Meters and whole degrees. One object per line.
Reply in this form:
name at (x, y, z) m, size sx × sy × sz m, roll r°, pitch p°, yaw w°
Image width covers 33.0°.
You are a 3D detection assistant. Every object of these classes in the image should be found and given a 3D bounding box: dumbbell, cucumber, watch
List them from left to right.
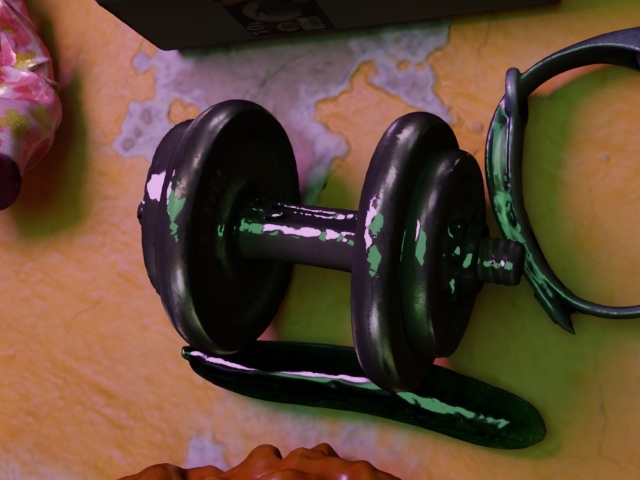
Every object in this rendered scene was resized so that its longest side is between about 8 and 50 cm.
dumbbell at (0.000, 0.000, 0.763) m, size 0.289 × 0.192 × 0.192 m, roll 7°, pitch 83°, yaw 22°
cucumber at (0.029, 0.109, 0.814) m, size 0.284 × 0.056 × 0.056 m, roll 10°, pitch 84°, yaw 18°
watch at (0.208, -0.049, 0.770) m, size 0.193 × 0.068 × 0.206 m, roll -36°, pitch 73°, yaw 10°

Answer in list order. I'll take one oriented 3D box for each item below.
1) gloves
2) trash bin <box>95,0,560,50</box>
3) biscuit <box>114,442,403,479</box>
gloves at (-0.300, -0.141, 0.941) m, size 0.145 × 0.126 × 0.241 m, roll -21°, pitch 46°, yaw 20°
trash bin at (0.009, -0.280, 0.829) m, size 0.343 × 0.158 × 0.223 m, roll 0°, pitch 81°, yaw 19°
biscuit at (-0.078, 0.271, 0.711) m, size 0.318 × 0.111 × 0.312 m, roll -19°, pitch 32°, yaw 12°
